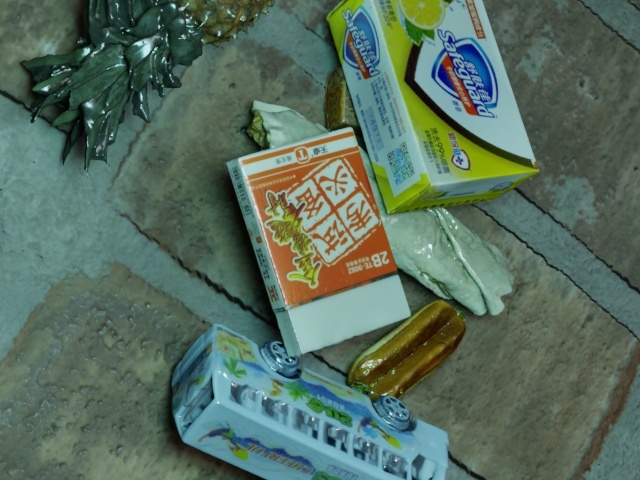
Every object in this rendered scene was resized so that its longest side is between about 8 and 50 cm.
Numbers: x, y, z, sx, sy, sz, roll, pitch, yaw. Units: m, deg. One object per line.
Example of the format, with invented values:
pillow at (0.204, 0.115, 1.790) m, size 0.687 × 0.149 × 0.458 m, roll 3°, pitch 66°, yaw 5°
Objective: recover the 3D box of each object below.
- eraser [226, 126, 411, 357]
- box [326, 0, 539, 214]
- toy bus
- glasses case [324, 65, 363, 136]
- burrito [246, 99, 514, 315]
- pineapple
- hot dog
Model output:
eraser at (0.000, 0.000, 1.968) m, size 0.157 × 0.038 × 0.230 m, roll -17°, pitch 90°, yaw -32°
box at (0.131, -0.174, 2.066) m, size 0.168 × 0.097 × 0.265 m, roll -6°, pitch 73°, yaw -31°
toy bus at (-0.005, 0.218, 1.964) m, size 0.330 × 0.109 × 0.136 m, roll 27°, pitch 30°, yaw -22°
glasses case at (0.112, -0.154, 2.142) m, size 0.218 × 0.049 × 0.075 m, roll 9°, pitch 73°, yaw -26°
burrito at (0.072, -0.033, 2.080) m, size 0.392 × 0.076 × 0.117 m, roll 33°, pitch 41°, yaw -20°
pineapple at (-0.193, -0.234, 1.940) m, size 0.364 × 0.165 × 0.165 m, roll -45°, pitch 103°, yaw -23°
hot dog at (0.100, 0.138, 2.091) m, size 0.188 × 0.055 × 0.072 m, roll -36°, pitch 96°, yaw -27°
